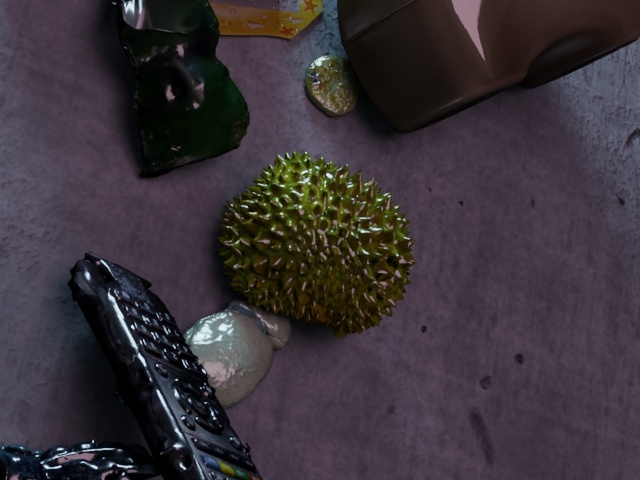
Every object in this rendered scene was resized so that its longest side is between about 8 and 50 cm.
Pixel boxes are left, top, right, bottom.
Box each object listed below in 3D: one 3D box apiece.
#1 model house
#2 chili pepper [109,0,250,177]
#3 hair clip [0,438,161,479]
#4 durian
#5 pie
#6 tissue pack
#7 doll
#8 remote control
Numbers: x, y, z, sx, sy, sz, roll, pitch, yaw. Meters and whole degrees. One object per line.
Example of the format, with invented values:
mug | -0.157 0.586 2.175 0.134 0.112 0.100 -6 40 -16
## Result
model house | -0.059 -0.371 1.946 0.219 0.136 0.207 2 73 -33
chili pepper | -0.170 -0.221 1.835 0.148 0.116 0.265 -12 80 -20
hair clip | -0.317 0.265 1.541 0.310 0.206 0.195 20 70 -41
durian | 0.004 0.001 1.852 0.237 0.176 0.200 30 27 -12
pie | 0.017 -0.202 2.017 0.085 0.017 0.085 10 69 -29
tissue pack | 0.216 -0.323 2.029 0.387 0.267 0.277 -23 92 -34
doll | -0.112 0.136 1.795 0.214 0.071 0.103 -39 99 -38
remote control | -0.160 0.168 1.627 0.144 0.062 0.399 31 19 -47
